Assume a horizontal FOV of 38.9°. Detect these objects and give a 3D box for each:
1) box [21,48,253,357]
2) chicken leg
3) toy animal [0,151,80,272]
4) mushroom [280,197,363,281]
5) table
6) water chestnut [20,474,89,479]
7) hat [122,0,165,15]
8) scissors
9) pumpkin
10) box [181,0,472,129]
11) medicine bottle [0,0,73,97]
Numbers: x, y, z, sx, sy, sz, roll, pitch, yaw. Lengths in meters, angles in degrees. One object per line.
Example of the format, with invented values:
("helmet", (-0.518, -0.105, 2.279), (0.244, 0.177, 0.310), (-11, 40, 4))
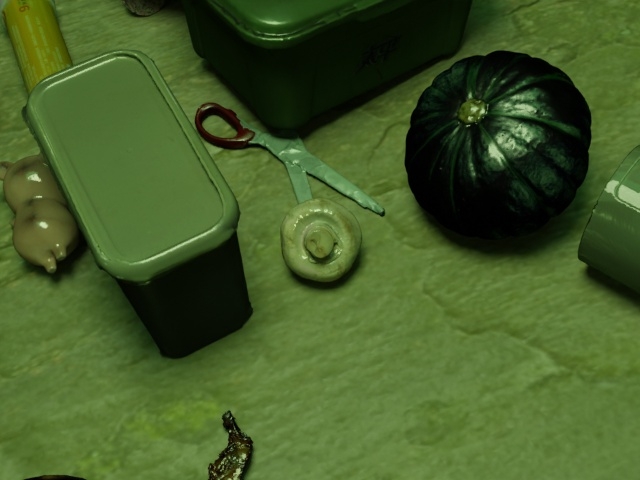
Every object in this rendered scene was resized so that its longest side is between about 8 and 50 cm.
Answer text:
("box", (-0.171, -0.033, 0.873), (0.138, 0.178, 0.274), (-25, 55, -12))
("chicken leg", (-0.078, 0.190, 0.800), (0.036, 0.021, 0.083), (-1, 53, 18))
("toy animal", (-0.290, -0.033, 0.947), (0.083, 0.089, 0.150), (-19, 64, -12))
("mushroom", (0.000, 0.000, 0.893), (0.083, 0.067, 0.084), (0, 95, -4))
("table", (0.359, 0.018, 0.810), (0.220, 0.126, 0.126), (31, 63, 26))
("water chestnut", (-0.220, 0.272, 0.656), (0.223, 0.224, 0.238), (-33, 14, -16))
("hat", (-0.239, -0.331, 1.186), (0.058, 0.042, 0.087), (-23, 89, -16))
("scissors", (-0.030, -0.094, 1.003), (0.144, 0.017, 0.248), (-29, 58, -13))
("pumpkin", (0.171, -0.094, 0.897), (0.194, 0.150, 0.194), (-9, 46, 10))
("box", (0.006, -0.284, 1.025), (0.328, 0.178, 0.253), (-27, 57, -22))
("medicine bottle", (-0.336, -0.223, 1.095), (0.074, 0.074, 0.218), (-21, 56, -9))
